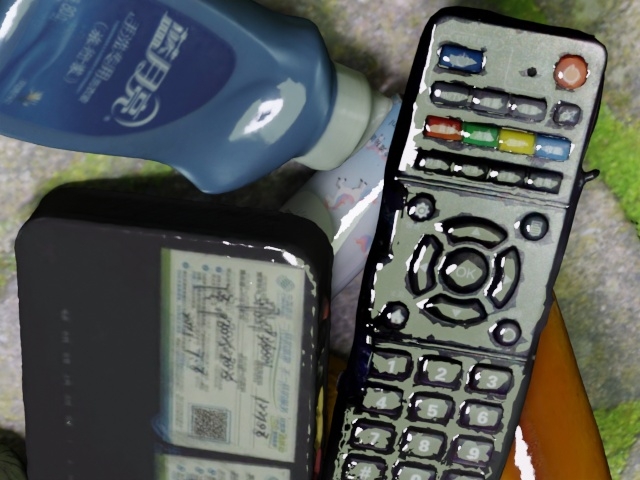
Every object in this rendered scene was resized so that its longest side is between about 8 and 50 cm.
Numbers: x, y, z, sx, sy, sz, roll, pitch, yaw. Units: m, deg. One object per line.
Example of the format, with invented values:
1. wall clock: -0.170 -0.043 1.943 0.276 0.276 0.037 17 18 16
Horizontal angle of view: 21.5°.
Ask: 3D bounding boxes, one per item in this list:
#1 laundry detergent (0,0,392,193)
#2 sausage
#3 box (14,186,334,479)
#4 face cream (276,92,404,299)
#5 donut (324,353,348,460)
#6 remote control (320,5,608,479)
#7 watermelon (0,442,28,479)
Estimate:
1. laundry detergent: -0.087 -0.105 1.079 0.290 0.094 0.143 17 111 -30
2. sausage: 0.145 0.114 1.250 0.105 0.105 0.274 -17 91 -10
3. box: -0.102 0.137 1.187 0.211 0.058 0.350 7 116 8
4. face cream: 0.000 0.000 1.198 0.229 0.075 0.075 -46 126 12
5. donut: 0.062 0.192 1.305 0.259 0.152 0.101 30 108 -34
6. remote control: 0.093 0.041 1.147 0.144 0.062 0.399 10 107 -10
7. watermelon: -0.249 0.195 1.233 0.078 0.078 0.111 -4 125 -19
